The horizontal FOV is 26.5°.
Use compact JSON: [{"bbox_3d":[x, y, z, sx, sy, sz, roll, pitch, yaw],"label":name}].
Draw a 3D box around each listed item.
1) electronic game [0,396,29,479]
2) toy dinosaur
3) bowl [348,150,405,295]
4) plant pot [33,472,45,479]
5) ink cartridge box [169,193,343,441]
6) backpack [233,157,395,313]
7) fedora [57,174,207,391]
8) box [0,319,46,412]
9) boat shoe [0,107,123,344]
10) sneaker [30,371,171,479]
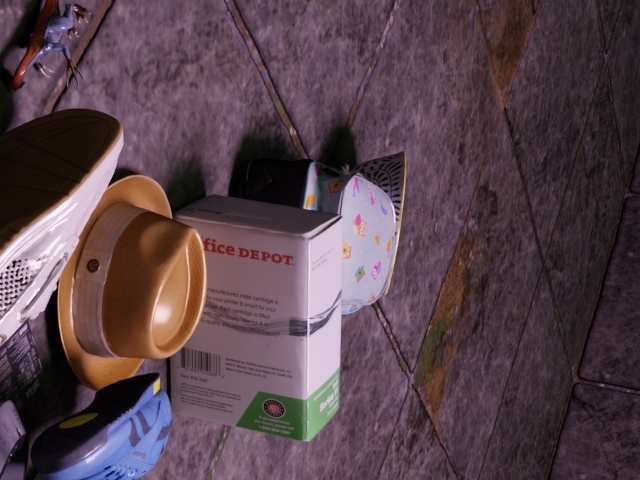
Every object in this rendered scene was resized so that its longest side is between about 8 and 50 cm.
[{"bbox_3d":[-0.256,0.222,0.959,0.229,0.048,0.229,-165,-90,-88],"label":"electronic game"},{"bbox_3d":[-0.215,-0.152,1.039,0.082,0.047,0.090,-40,101,-45],"label":"toy dinosaur"},{"bbox_3d":[0.048,-0.024,1.586,0.170,0.080,0.170,-173,-90,-89],"label":"bowl"},{"bbox_3d":[-0.159,0.351,1.126,0.227,0.207,0.228,-65,151,-32],"label":"plant pot"},{"bbox_3d":[-0.062,0.070,1.307,0.087,0.153,0.208,-36,132,-60],"label":"ink cartridge box"},{"bbox_3d":[0.000,0.000,1.440,0.188,0.144,0.166,16,79,-70],"label":"backpack"},{"bbox_3d":[-0.151,0.040,1.183,0.194,0.079,0.194,9,90,-67],"label":"fedora"},{"bbox_3d":[-0.250,0.109,1.057,0.083,0.018,0.067,-54,145,-46],"label":"box"},{"bbox_3d":[-0.232,0.016,0.976,0.277,0.098,0.096,-52,146,-32],"label":"boat shoe"},{"bbox_3d":[-0.163,0.166,1.076,0.209,0.069,0.082,-35,113,-77],"label":"sneaker"}]
